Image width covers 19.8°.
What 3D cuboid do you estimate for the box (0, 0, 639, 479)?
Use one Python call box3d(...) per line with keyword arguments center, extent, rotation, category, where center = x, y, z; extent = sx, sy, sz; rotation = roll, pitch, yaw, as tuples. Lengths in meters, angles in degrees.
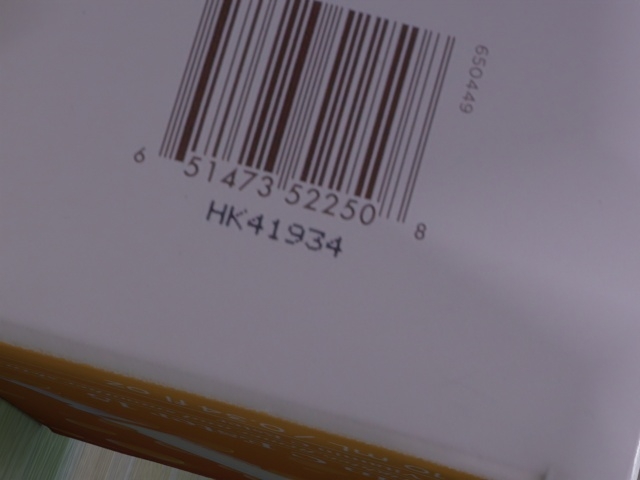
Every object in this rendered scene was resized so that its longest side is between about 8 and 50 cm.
box3d(center=(0.000, 0.000, 0.650), extent=(0.345, 0.215, 0.168), rotation=(85, 21, -79), category="box")
